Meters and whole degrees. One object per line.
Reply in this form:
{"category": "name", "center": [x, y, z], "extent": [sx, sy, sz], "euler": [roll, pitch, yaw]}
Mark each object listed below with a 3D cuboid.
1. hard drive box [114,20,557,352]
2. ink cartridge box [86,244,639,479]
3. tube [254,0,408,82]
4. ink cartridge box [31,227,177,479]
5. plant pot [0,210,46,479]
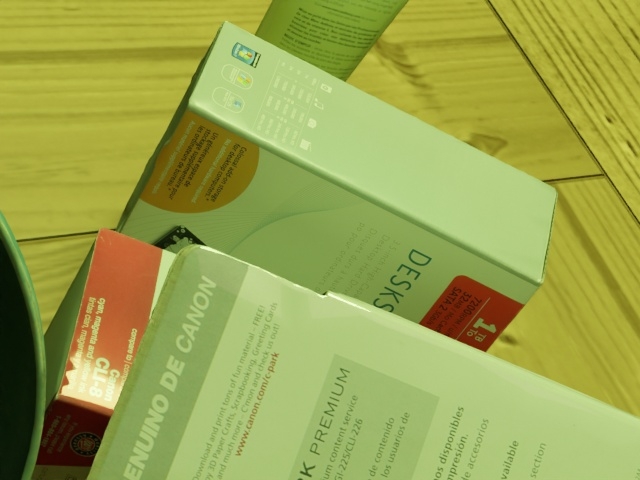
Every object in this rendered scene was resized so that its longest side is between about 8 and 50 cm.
{"category": "hard drive box", "center": [0.000, 0.000, 1.044], "extent": [0.232, 0.181, 0.089], "euler": [25, 43, -8]}
{"category": "ink cartridge box", "center": [-0.006, 0.192, 0.792], "extent": [0.272, 0.130, 0.309], "euler": [24, 75, -11]}
{"category": "tube", "center": [-0.013, -0.118, 1.101], "extent": [0.062, 0.240, 0.070], "euler": [47, 44, 11]}
{"category": "ink cartridge box", "center": [-0.072, 0.102, 0.942], "extent": [0.176, 0.128, 0.127], "euler": [20, 44, -14]}
{"category": "plant pot", "center": [-0.272, 0.046, 0.799], "extent": [0.290, 0.290, 0.195], "euler": [25, 6, -10]}
